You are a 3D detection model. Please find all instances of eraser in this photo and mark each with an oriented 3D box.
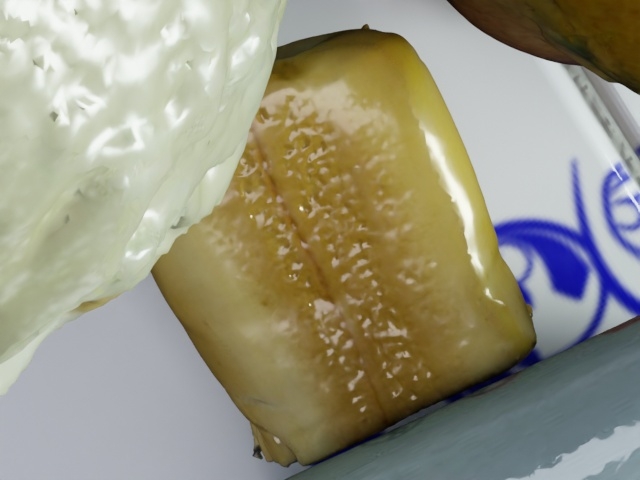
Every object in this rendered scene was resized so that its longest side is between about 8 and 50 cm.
[{"bbox_3d":[0.098,0.098,0.783,0.227,0.174,0.081,-26,67,-5],"label":"eraser"}]

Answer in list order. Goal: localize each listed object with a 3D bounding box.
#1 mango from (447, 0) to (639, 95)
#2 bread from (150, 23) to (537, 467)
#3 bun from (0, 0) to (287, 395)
[{"bbox_3d":[0.106,-0.172,0.682,0.201,0.153,0.287,-9,127,2],"label":"mango"},{"bbox_3d":[0.000,-0.001,0.768,0.134,0.085,0.173,-24,110,-2],"label":"bread"},{"bbox_3d":[-0.139,-0.065,0.600,0.227,0.352,0.349,48,128,-5],"label":"bun"}]
